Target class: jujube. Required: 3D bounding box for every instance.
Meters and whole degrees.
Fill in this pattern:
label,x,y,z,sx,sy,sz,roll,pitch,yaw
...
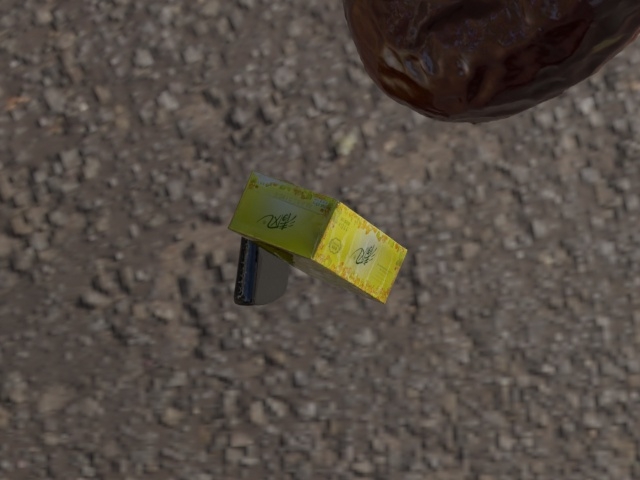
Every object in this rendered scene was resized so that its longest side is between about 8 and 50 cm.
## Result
label,x,y,z,sx,sy,sz,roll,pitch,yaw
jujube,0.158,-0.224,1.419,0.223,0.318,0.223,12,70,-35

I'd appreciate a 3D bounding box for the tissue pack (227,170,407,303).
label,x,y,z,sx,sy,sz,roll,pitch,yaw
tissue pack,0.000,0.000,1.573,0.062,0.095,0.176,-67,153,-6

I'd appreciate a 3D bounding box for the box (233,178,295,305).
label,x,y,z,sx,sy,sz,roll,pitch,yaw
box,-0.056,0.000,1.712,0.126,0.027,0.125,-17,114,-74
